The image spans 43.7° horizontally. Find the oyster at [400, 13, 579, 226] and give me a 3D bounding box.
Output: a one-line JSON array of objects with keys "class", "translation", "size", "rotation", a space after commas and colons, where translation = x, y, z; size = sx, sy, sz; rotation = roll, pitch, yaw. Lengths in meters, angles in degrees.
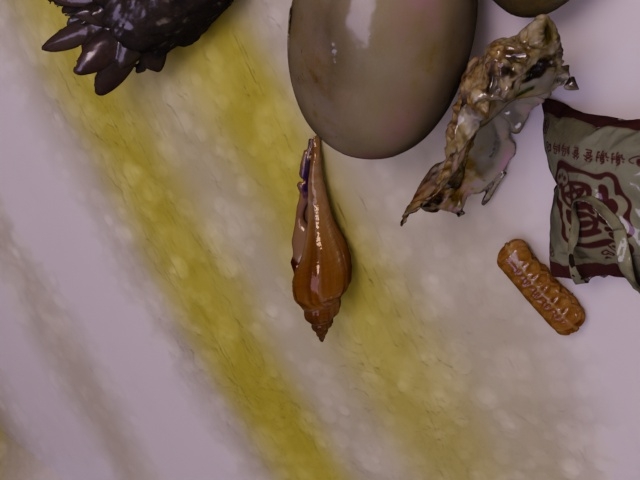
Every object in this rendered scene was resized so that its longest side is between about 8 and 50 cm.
[{"class": "oyster", "translation": [0.190, -0.143, 0.949], "size": [0.107, 0.201, 0.355], "rotation": [53, 149, 16]}]

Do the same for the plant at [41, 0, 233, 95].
[{"class": "plant", "translation": [-0.261, -0.351, 1.167], "size": [0.320, 0.194, 0.182], "rotation": [-20, 91, 36]}]

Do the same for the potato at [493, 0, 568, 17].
[{"class": "potato", "translation": [0.243, -0.346, 0.828], "size": [0.174, 0.159, 0.251], "rotation": [27, 134, 7]}]

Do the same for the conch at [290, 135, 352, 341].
[{"class": "conch", "translation": [0.005, 0.000, 1.248], "size": [0.093, 0.109, 0.331], "rotation": [2, 100, -10]}]

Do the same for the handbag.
[{"class": "handbag", "translation": [0.349, -0.047, 0.950], "size": [0.213, 0.127, 0.235], "rotation": [20, 124, 54]}]

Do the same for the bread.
[{"class": "bread", "translation": [0.305, 0.065, 1.106], "size": [0.157, 0.044, 0.052], "rotation": [49, 126, -1]}]

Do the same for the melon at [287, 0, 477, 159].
[{"class": "melon", "translation": [0.072, -0.252, 0.959], "size": [0.223, 0.223, 0.317], "rotation": [21, 128, 22]}]
